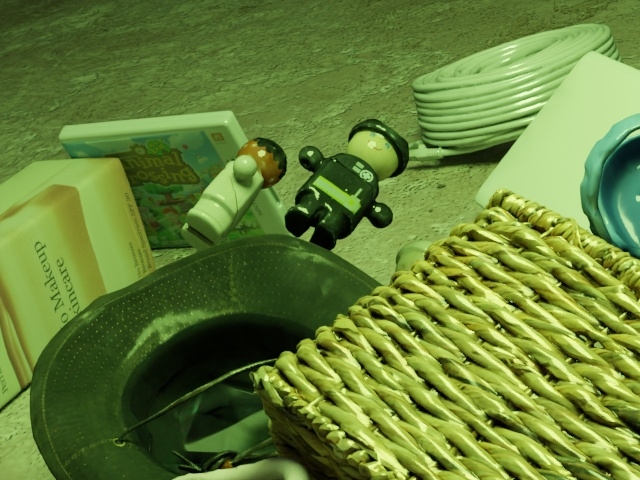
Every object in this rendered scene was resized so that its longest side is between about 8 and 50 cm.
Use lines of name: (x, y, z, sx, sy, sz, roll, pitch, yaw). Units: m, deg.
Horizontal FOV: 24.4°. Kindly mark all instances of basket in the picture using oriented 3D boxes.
basket: (0.142, 0.151, 0.889, 0.223, 0.213, 0.299, -35, 42, -20)

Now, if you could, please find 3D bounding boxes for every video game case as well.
video game case: (-0.155, -0.062, 1.635, 0.212, 0.193, 0.023, -3, 49, 25)

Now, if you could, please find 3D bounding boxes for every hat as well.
hat: (-0.055, 0.148, 1.152, 0.331, 0.134, 0.331, -7, 42, 6)

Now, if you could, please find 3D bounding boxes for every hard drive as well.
hard drive: (0.280, -0.065, 1.436, 0.203, 0.040, 0.307, -52, 25, 4)

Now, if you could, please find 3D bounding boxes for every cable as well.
cable: (0.236, -0.186, 1.774, 0.257, 0.089, 0.257, -9, 17, 38)

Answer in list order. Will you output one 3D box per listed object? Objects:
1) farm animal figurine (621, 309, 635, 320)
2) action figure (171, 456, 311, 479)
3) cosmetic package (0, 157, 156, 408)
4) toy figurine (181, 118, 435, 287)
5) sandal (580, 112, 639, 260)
farm animal figurine: (0.321, 0.053, 1.040, 0.330, 0.172, 0.327, -12, 19, 29)
action figure: (-0.055, 0.247, 0.723, 0.248, 0.275, 0.370, -22, -11, 27)
cosmetic package: (-0.315, 0.039, 1.537, 0.129, 0.153, 0.296, -1, 27, 31)
toy figurine: (0.000, 0.000, 1.365, 0.210, 0.213, 0.148, -1, 38, 40)
sandal: (0.256, 0.029, 0.890, 0.126, 0.138, 0.317, -46, 52, 4)
